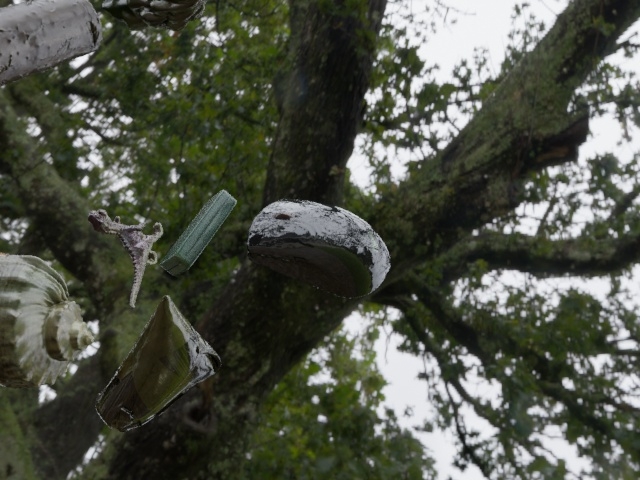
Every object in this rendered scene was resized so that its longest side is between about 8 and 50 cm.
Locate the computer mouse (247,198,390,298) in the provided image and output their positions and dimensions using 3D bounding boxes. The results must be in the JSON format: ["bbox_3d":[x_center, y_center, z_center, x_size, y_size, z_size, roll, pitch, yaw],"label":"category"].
[{"bbox_3d":[0.000,0.000,1.317,0.270,0.170,0.100,18,-49,14],"label":"computer mouse"}]

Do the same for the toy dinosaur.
[{"bbox_3d":[-0.438,0.035,1.654,0.072,0.200,0.251,-22,-95,25],"label":"toy dinosaur"}]

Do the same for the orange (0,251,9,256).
[{"bbox_3d":[-0.848,0.174,1.784,0.313,0.312,0.312,7,-50,9],"label":"orange"}]

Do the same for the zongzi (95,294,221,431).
[{"bbox_3d":[-0.403,0.274,1.570,0.154,0.289,0.317,40,-18,32],"label":"zongzi"}]

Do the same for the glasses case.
[{"bbox_3d":[-0.234,-0.015,1.362,0.039,0.184,0.078,42,-35,-16],"label":"glasses case"}]

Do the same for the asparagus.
[{"bbox_3d":[-0.220,-0.322,0.964,0.287,0.080,0.080,15,-35,54],"label":"asparagus"}]

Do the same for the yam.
[{"bbox_3d":[-0.510,-0.351,1.221,0.131,0.280,0.131,17,-54,25],"label":"yam"}]

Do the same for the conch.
[{"bbox_3d":[-0.364,0.090,0.814,0.207,0.130,0.155,10,-91,2],"label":"conch"}]
